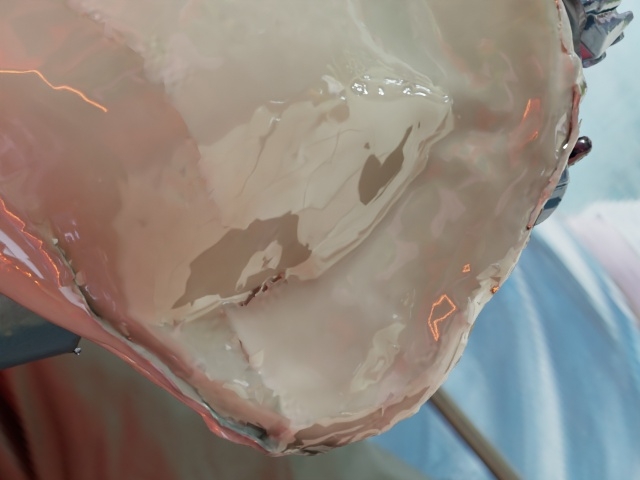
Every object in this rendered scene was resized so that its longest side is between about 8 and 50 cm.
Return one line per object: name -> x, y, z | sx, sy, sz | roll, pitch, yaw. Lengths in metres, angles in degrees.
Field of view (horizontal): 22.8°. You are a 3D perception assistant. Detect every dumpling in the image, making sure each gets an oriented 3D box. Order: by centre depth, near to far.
dumpling -> -0.071, -0.104, 0.592 | 0.260, 0.341, 0.181 | -51, -30, 2

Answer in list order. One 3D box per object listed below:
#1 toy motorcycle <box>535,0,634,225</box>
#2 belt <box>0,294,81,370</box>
toy motorcycle -> 0.197, -0.164, 1.564 | 0.172, 0.232, 0.416 | -15, 21, 40
belt -> -0.245, -0.061, 0.906 | 0.173, 0.300, 0.436 | -13, 0, -13
